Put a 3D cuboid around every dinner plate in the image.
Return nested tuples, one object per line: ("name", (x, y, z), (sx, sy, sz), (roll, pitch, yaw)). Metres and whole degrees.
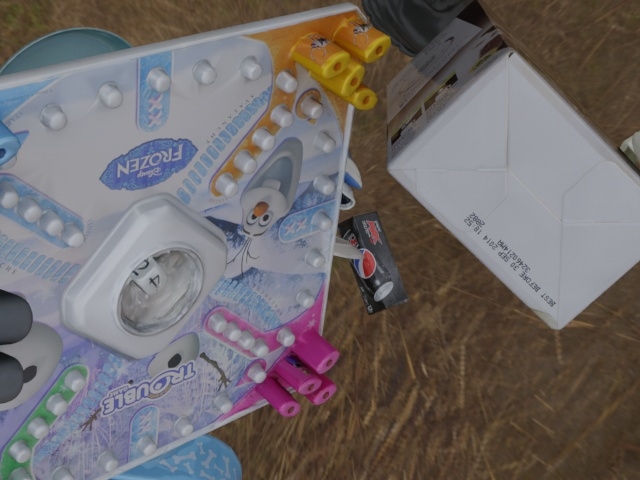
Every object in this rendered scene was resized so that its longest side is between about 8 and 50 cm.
("dinner plate", (0.000, 0.000, 1.635), (0.141, 0.141, 0.017), (15, 96, -2))

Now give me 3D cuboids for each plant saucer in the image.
("plant saucer", (-0.432, -0.218, 1.838), (0.317, 0.317, 0.044), (-49, 55, 1))

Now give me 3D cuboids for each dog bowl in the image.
("dog bowl", (-0.231, 0.288, 1.245), (0.297, 0.074, 0.166), (12, 122, -18))

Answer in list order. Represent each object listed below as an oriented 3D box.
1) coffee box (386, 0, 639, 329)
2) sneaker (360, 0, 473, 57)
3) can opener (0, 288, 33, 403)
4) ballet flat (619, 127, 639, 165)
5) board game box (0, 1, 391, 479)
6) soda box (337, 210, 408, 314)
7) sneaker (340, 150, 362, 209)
("coffee box", (0.148, -0.076, 0.856), (0.168, 0.297, 0.119), (43, 106, -11))
("sneaker", (0.093, -0.292, 1.061), (0.109, 0.130, 0.286), (-46, 119, -27))
("can opener", (-0.244, 0.066, 0.531), (0.093, 0.280, 0.074), (15, 97, 27))
("ballet flat", (0.407, -0.075, 1.308), (0.147, 0.409, 0.146), (0, 77, -1))
("board game box", (-0.122, 0.039, 0.840), (0.390, 0.050, 0.389), (-21, 133, -36))
("soda box", (0.089, 0.038, 1.890), (0.060, 0.053, 0.168), (-14, 81, -39))
("sneaker", (-0.024, -0.145, 1.858), (0.130, 0.323, 0.236), (-32, 88, 2))
